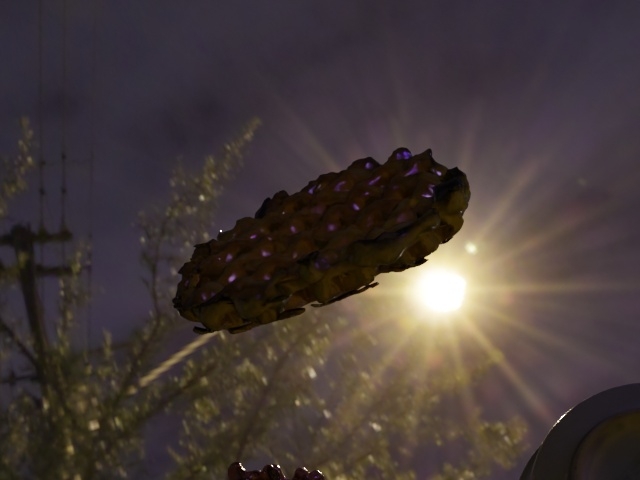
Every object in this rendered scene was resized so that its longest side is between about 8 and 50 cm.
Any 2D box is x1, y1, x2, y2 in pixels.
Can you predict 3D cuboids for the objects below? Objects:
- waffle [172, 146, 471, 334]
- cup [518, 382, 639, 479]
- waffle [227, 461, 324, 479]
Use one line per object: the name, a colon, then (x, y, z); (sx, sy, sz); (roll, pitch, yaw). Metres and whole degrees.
waffle: (0.000, 0.000, 1.391); (0.380, 0.382, 0.095); (-21, -76, 4)
cup: (0.378, 0.299, 1.292); (0.347, 0.347, 0.163); (-28, -38, -3)
waffle: (-0.042, 0.374, 1.317); (0.221, 0.234, 0.055); (16, -26, -6)
